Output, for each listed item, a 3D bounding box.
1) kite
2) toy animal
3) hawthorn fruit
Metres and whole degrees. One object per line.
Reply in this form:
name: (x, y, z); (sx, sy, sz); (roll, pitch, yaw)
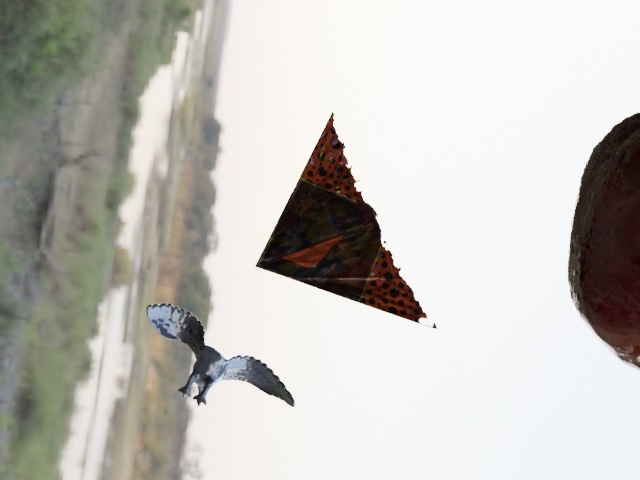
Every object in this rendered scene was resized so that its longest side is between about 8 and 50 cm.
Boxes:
kite: (0.000, 0.000, 1.070); (0.008, 0.125, 0.222); (108, -41, -69)
toy animal: (-0.054, 0.065, 0.587); (0.050, 0.084, 0.028); (-56, 177, 32)
hawthorn fruit: (0.293, 0.017, 0.951); (0.215, 0.215, 0.250); (-121, -137, -81)
